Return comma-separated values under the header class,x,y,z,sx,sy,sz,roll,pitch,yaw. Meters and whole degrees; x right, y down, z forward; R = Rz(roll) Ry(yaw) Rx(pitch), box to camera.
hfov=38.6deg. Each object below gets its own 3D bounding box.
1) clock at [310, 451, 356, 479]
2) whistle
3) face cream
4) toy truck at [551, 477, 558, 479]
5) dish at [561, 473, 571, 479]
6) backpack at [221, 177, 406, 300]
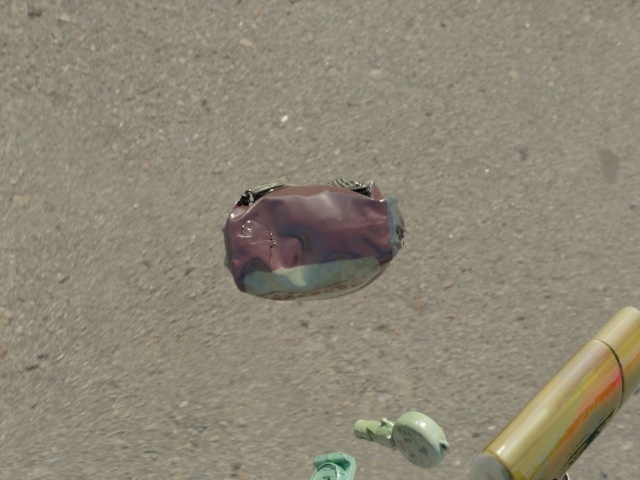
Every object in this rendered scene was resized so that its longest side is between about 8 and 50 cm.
class,x,y,z,sx,sy,sz,roll,pitch,yaw
clock,0.018,0.497,1.845,0.041,0.101,0.135,37,49,-31
whistle,0.177,0.418,1.951,0.067,0.258,0.126,-36,112,-39
face cream,0.278,0.201,1.037,0.067,0.139,0.285,27,50,36
toy truck,0.161,0.341,0.893,0.257,0.127,0.127,-38,126,7
dish,0.487,0.548,1.942,0.078,0.141,0.141,38,65,-31
backpack,0.000,0.000,1.502,0.283,0.317,0.197,-4,85,7
